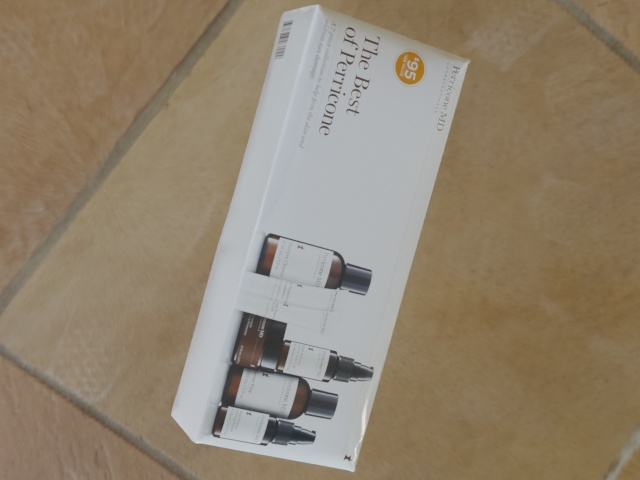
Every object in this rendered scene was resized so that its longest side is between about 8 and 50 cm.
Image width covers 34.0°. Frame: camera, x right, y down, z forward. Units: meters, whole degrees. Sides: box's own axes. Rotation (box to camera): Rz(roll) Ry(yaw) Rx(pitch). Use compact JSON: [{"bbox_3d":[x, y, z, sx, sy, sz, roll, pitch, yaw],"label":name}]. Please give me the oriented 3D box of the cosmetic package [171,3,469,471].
[{"bbox_3d":[0.000,0.000,0.583,0.099,0.060,0.239,15,91,-24],"label":"cosmetic package"}]
